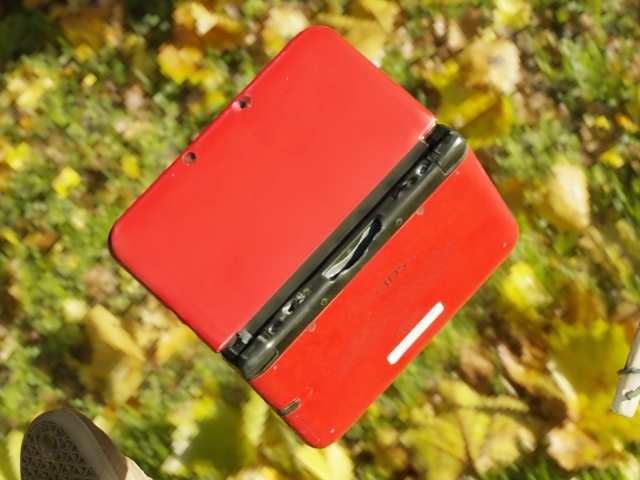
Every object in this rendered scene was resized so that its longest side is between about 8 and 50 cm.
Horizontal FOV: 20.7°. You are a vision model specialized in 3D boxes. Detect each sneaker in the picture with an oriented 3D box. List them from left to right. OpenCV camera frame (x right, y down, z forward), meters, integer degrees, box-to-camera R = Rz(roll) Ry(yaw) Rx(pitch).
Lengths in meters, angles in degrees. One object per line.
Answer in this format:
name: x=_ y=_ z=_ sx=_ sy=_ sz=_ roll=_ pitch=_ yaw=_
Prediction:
sneaker: x=-0.096 y=0.168 z=0.941 sx=0.066 sy=0.188 sz=0.071 roll=-20 pitch=9 yaw=35

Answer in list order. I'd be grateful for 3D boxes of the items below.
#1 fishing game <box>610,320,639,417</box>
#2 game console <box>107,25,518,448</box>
fishing game: x=0.111 y=-0.017 z=0.398 sx=0.041 sy=0.264 sz=0.189 roll=18 pitch=96 yaw=-3
game console: x=0.000 y=0.000 z=0.797 sx=0.144 sy=0.124 sz=0.085 roll=-46 pitch=47 yaw=-7
